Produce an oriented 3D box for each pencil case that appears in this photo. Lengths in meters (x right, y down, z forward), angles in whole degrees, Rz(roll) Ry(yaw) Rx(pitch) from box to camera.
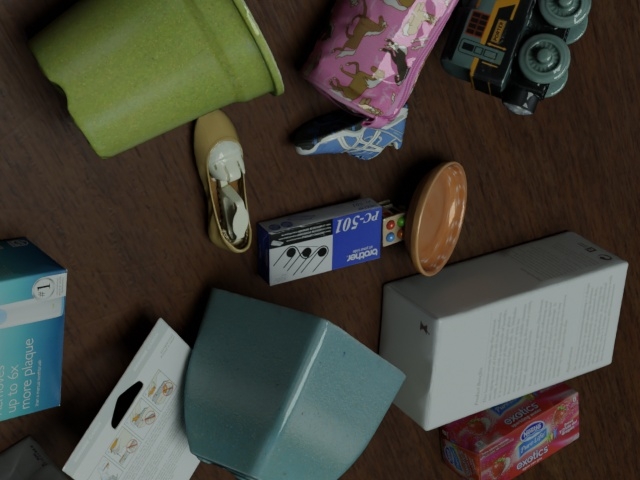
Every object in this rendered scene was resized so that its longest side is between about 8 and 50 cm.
[{"bbox_3d":[0.123,-0.358,1.867,0.160,0.167,0.386,27,97,-27],"label":"pencil case"}]

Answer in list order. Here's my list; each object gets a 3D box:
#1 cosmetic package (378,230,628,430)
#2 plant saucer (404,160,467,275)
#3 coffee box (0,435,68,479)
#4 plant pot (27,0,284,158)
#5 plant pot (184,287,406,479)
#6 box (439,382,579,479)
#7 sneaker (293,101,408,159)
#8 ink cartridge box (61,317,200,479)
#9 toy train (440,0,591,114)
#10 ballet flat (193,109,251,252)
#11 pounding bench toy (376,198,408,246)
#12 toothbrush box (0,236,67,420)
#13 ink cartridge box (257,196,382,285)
[{"bbox_3d":[0.333,0.156,2.303,0.453,0.161,0.230,-14,121,-31],"label":"cosmetic package"},{"bbox_3d":[0.192,-0.040,2.135,0.200,0.037,0.200,-38,136,-50],"label":"plant saucer"},{"bbox_3d":[-0.408,0.436,1.905,0.098,0.141,0.246,-32,128,-21],"label":"coffee box"},{"bbox_3d":[-0.226,-0.244,1.631,0.254,0.276,0.276,-32,129,-5],"label":"plant pot"},{"bbox_3d":[-0.066,0.252,1.942,0.248,0.247,0.252,39,71,-47],"label":"plant pot"},{"bbox_3d":[0.370,0.367,2.465,0.257,0.128,0.123,-25,126,-24],"label":"box"},{"bbox_3d":[0.054,-0.161,1.981,0.211,0.080,0.081,-18,119,-28],"label":"sneaker"},{"bbox_3d":[-0.268,0.286,1.937,0.275,0.060,0.239,-59,134,-21],"label":"ink cartridge box"},{"bbox_3d":[0.312,-0.361,1.901,0.142,0.190,0.334,28,83,-80],"label":"toy train"},{"bbox_3d":[-0.136,-0.086,1.882,0.080,0.073,0.232,-24,125,-26],"label":"ballet flat"},{"bbox_3d":[0.124,-0.033,2.111,0.083,0.065,0.052,-18,123,-29],"label":"pounding bench toy"},{"bbox_3d":[-0.499,0.135,1.673,0.295,0.126,0.216,-10,118,-38],"label":"toothbrush box"},{"bbox_3d":[0.000,0.000,2.037,0.207,0.046,0.097,-14,121,-26],"label":"ink cartridge box"}]
